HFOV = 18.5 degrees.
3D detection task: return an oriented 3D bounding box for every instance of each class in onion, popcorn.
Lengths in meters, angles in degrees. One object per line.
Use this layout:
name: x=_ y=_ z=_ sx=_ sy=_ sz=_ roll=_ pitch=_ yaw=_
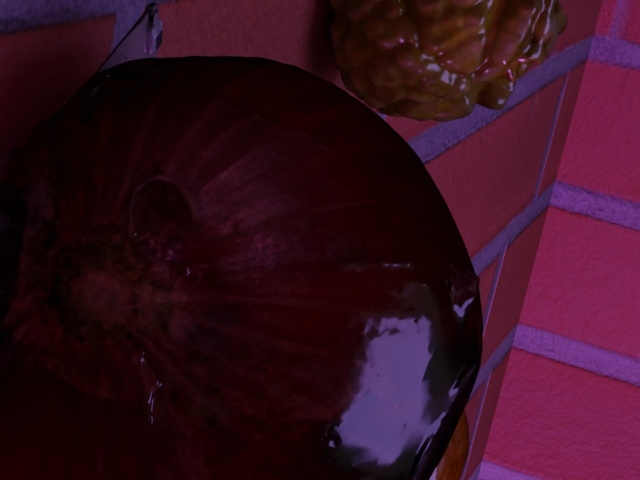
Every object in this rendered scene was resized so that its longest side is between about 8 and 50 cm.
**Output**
onion: x=-0.059 y=0.053 z=1.179 sx=0.341 sy=0.341 sz=0.341 roll=17 pitch=90 yaw=-77
popcorn: x=0.122 y=-0.223 z=1.806 sx=0.259 sy=0.212 sz=0.259 roll=-54 pitch=157 yaw=-35

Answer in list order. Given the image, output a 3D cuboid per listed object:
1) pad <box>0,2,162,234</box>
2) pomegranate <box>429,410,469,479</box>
pad: x=-0.161 y=-0.027 z=1.296 sx=0.265 sy=0.009 sz=0.159 roll=-59 pitch=161 yaw=-46
pomegranate: x=0.016 y=0.179 z=1.786 sx=0.248 sy=0.248 sz=0.248 roll=17 pitch=90 yaw=-77
